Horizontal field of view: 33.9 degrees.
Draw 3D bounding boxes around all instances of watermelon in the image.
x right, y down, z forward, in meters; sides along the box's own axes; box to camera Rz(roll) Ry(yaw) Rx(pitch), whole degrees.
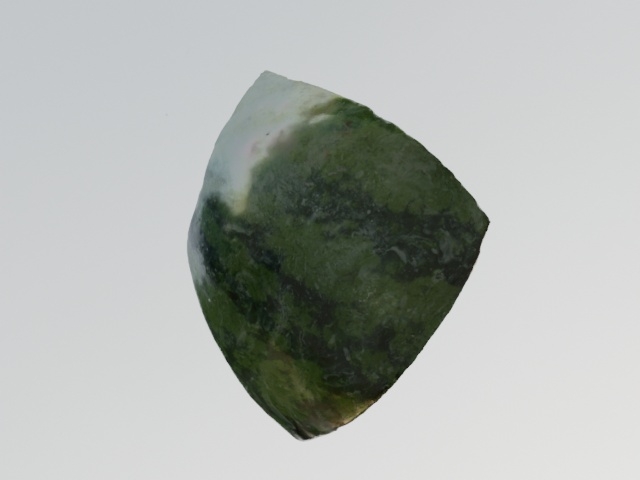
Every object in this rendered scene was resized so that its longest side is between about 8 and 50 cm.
[{"bbox_3d":[0.000,0.000,0.870,0.256,0.176,0.260,-36,-75,16],"label":"watermelon"}]
